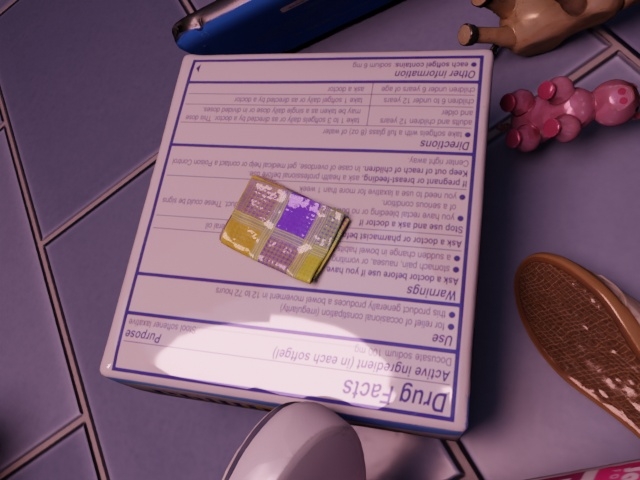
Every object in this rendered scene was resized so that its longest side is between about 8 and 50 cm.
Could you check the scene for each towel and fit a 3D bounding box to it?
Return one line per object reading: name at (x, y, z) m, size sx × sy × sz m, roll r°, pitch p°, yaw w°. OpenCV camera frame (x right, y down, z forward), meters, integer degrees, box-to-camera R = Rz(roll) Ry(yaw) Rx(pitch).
towel at (-0.028, -0.009, 0.410) m, size 0.083 × 0.009 × 0.060 m, roll 26°, pitch 78°, yaw 20°

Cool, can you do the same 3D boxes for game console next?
game console at (-0.014, -0.324, 0.635) m, size 0.293 × 0.250 × 0.173 m, roll -21°, pitch 90°, yaw 15°

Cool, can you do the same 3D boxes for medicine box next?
medicine box at (0.000, 0.000, 0.486) m, size 0.263 × 0.149 × 0.289 m, roll 4°, pitch 72°, yaw 15°

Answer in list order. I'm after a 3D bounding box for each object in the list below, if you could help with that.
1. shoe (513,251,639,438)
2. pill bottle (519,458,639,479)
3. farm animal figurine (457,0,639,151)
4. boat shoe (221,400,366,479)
shoe at (0.233, 0.093, 0.429) m, size 0.219 × 0.058 × 0.076 m, roll 54°, pitch 127°, yaw 34°
pill bottle at (0.165, 0.206, 0.304) m, size 0.283 × 0.160 × 0.160 m, roll -28°, pitch 60°, yaw 33°
farm animal figurine at (0.299, -0.168, 0.424) m, size 0.330 × 0.172 × 0.327 m, roll 60°, pitch 140°, yaw 29°
boat shoe at (-0.079, 0.257, 0.412) m, size 0.156 × 0.136 × 0.367 m, roll 24°, pitch 113°, yaw 37°
